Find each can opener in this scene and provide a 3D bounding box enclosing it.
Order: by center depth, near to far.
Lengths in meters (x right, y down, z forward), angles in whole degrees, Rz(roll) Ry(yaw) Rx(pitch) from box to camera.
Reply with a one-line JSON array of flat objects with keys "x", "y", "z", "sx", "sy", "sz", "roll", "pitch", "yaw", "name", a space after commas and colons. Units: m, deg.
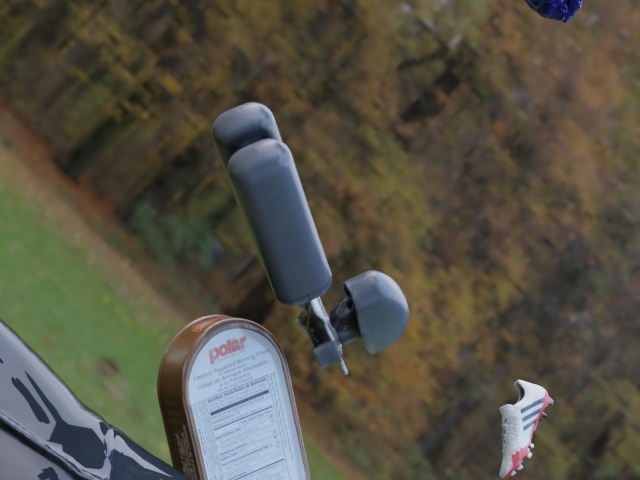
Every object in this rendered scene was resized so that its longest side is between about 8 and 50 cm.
[{"x": 0.000, "y": 0.000, "z": 1.277, "sx": 0.283, "sy": 0.095, "sz": 0.076, "roll": 72, "pitch": -5, "yaw": -52, "name": "can opener"}]

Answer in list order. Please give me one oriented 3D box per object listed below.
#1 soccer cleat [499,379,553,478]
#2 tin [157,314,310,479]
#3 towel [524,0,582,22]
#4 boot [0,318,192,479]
[{"x": 0.151, "y": 0.146, "z": 1.331, "sx": 0.035, "sy": 0.083, "sz": 0.029, "roll": 30, "pitch": -26, "yaw": -2, "name": "soccer cleat"}, {"x": -0.063, "y": 0.150, "z": 1.319, "sx": 0.040, "sy": 0.106, "sz": 0.189, "roll": -1, "pitch": -76, "yaw": 48, "name": "tin"}, {"x": 0.158, "y": -0.339, "z": 1.221, "sx": 0.227, "sy": 0.076, "sz": 0.308, "roll": -54, "pitch": -127, "yaw": 46, "name": "towel"}, {"x": -0.303, "y": 0.163, "z": 1.109, "sx": 0.445, "sy": 0.146, "sz": 0.367, "roll": 40, "pitch": 35, "yaw": 2, "name": "boot"}]
